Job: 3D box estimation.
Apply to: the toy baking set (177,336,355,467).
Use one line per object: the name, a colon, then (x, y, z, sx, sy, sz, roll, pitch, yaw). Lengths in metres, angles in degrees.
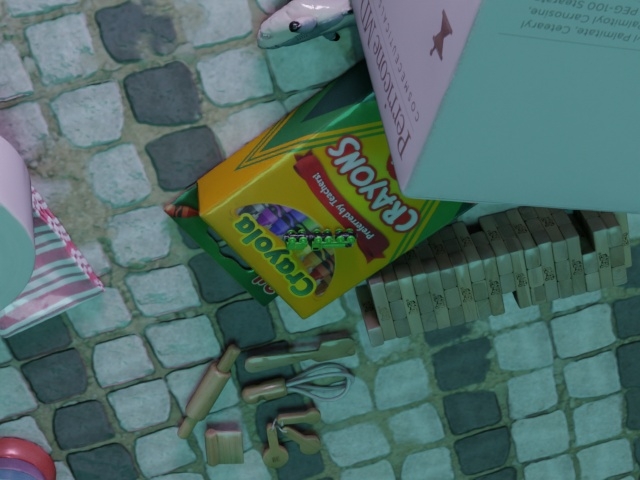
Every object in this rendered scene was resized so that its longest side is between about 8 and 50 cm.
toy baking set: (-0.066, 0.203, 1.586, 0.196, 0.030, 0.256, 15, 120, -21)

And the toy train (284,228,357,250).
toy train: (0.000, 0.000, 1.367, 0.083, 0.017, 0.024, -1, 134, -9)

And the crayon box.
crayon box: (0.003, -0.044, 1.398, 0.318, 0.081, 0.202, -35, 122, 15)

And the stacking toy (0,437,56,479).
stacking toy: (-0.510, 0.342, 1.544, 0.309, 0.130, 0.279, 35, 112, -27)

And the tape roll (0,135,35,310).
tape roll: (-0.438, -0.014, 1.253, 0.286, 0.100, 0.286, -8, 144, -6)

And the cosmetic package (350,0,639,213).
cosmetic package: (0.246, -0.272, 1.079, 0.327, 0.329, 0.394, 3, 136, -15)

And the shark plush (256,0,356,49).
shark plush: (0.011, -0.241, 1.304, 0.161, 0.073, 0.067, -18, 147, -22)

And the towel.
towel: (-0.361, 0.023, 1.416, 0.144, 0.029, 0.197, -25, 124, 9)

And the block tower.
block tower: (0.207, 0.029, 1.473, 0.335, 0.091, 0.097, -15, 124, 1)
